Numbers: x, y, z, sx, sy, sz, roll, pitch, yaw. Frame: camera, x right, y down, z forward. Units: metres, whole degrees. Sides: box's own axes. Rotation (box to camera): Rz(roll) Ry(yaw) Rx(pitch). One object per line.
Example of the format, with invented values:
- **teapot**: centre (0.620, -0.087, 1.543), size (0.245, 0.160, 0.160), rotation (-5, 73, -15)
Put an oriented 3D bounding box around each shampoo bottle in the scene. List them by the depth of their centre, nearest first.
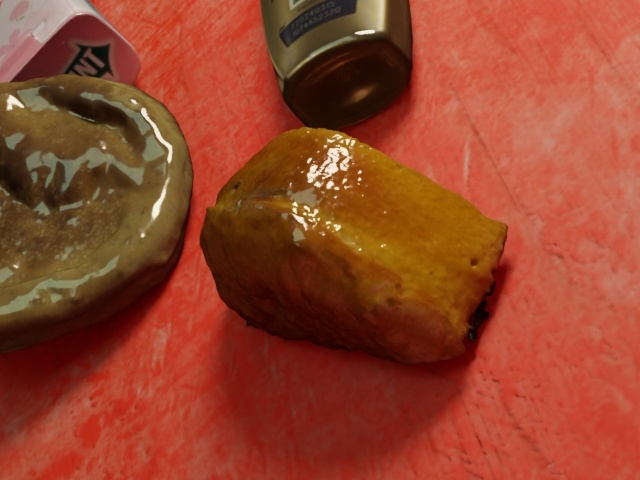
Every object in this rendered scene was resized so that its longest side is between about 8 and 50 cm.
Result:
- **shampoo bottle**: centre (0.005, -0.246, 1.312), size (0.126, 0.084, 0.350), rotation (-28, 43, 18)

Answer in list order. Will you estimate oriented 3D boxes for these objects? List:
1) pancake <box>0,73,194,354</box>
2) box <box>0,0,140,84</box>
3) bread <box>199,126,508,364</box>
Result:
- **pancake**: centre (-0.250, -0.030, 1.302), size (0.294, 0.049, 0.294), rotation (-6, 60, 11)
- **box**: centre (-0.327, -0.210, 1.563), size (0.190, 0.112, 0.369), rotation (-44, 37, 3)
- **bread**: centre (-0.001, -0.004, 1.077), size (0.260, 0.134, 0.129), rotation (11, 65, 46)
